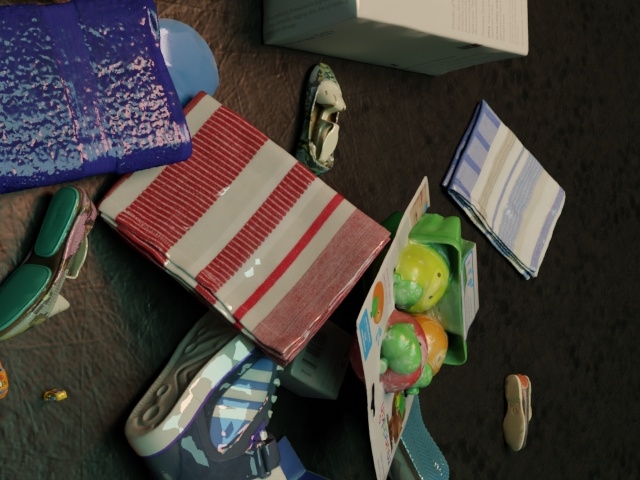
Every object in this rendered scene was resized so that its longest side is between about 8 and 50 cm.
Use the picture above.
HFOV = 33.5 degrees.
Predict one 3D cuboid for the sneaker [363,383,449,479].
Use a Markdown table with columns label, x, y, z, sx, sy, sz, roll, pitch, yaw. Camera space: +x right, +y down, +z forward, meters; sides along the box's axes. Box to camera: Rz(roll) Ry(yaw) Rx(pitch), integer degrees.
| label | x | y | z | sx | sy | sz | roll | pitch | yaw |
| --- | --- | --- | --- | --- | --- | --- | --- | --- | --- |
| sneaker | 0.113 | 0.293 | 1.671 | 0.087 | 0.092 | 0.228 | -11 | 75 | -41 |

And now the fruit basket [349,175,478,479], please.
| label | x | y | z | sx | sy | sz | roll | pitch | yaw |
| --- | --- | --- | --- | --- | --- | --- | --- | --- | --- |
| fruit basket | 0.129 | 0.133 | 1.533 | 0.353 | 0.165 | 0.327 | -69 | 156 | -52 |

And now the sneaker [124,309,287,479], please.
| label | x | y | z | sx | sy | sz | roll | pitch | yaw |
| --- | --- | --- | --- | --- | --- | --- | --- | --- | --- |
| sneaker | -0.101 | 0.235 | 1.455 | 0.323 | 0.130 | 0.236 | -51 | 120 | -31 |

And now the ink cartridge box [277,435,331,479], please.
| label | x | y | z | sx | sy | sz | roll | pitch | yaw |
| --- | --- | --- | --- | --- | --- | --- | --- | --- | --- |
| ink cartridge box | -0.054 | 0.496 | 1.520 | 0.303 | 0.072 | 0.307 | -44 | 117 | -34 |

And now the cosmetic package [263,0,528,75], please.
| label | x | y | z | sx | sy | sz | roll | pitch | yaw |
| --- | --- | --- | --- | --- | --- | --- | --- | --- | --- |
| cosmetic package | 0.120 | -0.364 | 1.634 | 0.385 | 0.217 | 0.156 | 0 | 87 | -40 |

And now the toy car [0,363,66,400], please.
| label | x | y | z | sx | sy | sz | roll | pitch | yaw |
| --- | --- | --- | --- | --- | --- | --- | --- | --- | --- |
| toy car | -0.361 | 0.167 | 1.287 | 0.122 | 0.040 | 0.060 | 4 | 84 | -41 |

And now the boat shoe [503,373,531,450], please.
| label | x | y | z | sx | sy | sz | roll | pitch | yaw |
| --- | --- | --- | --- | --- | --- | --- | --- | --- | --- |
| boat shoe | 0.357 | 0.308 | 1.909 | 0.043 | 0.049 | 0.137 | 9 | 76 | -43 |

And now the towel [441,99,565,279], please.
| label | x | y | z | sx | sy | sz | roll | pitch | yaw |
| --- | --- | --- | --- | --- | --- | --- | --- | --- | --- |
| towel | 0.340 | -0.090 | 1.929 | 0.285 | 0.034 | 0.209 | 43 | 60 | -31 |

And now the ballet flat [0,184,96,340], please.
| label | x | y | z | sx | sy | sz | roll | pitch | yaw |
| --- | --- | --- | --- | --- | --- | --- | --- | --- | --- |
| ballet flat | -0.331 | 0.038 | 1.309 | 0.079 | 0.077 | 0.221 | 51 | 54 | -50 |

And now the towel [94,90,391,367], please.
| label | x | y | z | sx | sy | sz | roll | pitch | yaw |
| --- | --- | --- | --- | --- | --- | --- | --- | --- | --- |
| towel | -0.100 | -0.023 | 1.400 | 0.329 | 0.037 | 0.237 | 38 | 70 | 3 |

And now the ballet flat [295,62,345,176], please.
| label | x | y | z | sx | sy | sz | roll | pitch | yaw |
| --- | --- | --- | --- | --- | --- | --- | --- | --- | --- |
| ballet flat | 0.008 | -0.184 | 1.621 | 0.070 | 0.070 | 0.188 | 17 | 76 | -39 |

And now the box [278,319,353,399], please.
| label | x | y | z | sx | sy | sz | roll | pitch | yaw |
| --- | --- | --- | --- | --- | --- | --- | --- | --- | --- |
| box | -0.020 | 0.167 | 1.556 | 0.102 | 0.087 | 0.101 | 36 | 65 | -35 |

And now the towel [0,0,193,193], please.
| label | x | y | z | sx | sy | sz | roll | pitch | yaw |
| --- | --- | --- | --- | --- | --- | --- | --- | --- | --- |
| towel | -0.325 | -0.178 | 1.305 | 0.308 | 0.076 | 0.227 | -15 | 89 | -32 |

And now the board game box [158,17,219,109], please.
| label | x | y | z | sx | sy | sz | roll | pitch | yaw |
| --- | --- | --- | --- | --- | --- | --- | --- | --- | --- |
| board game box | -0.214 | -0.214 | 1.450 | 0.133 | 0.033 | 0.168 | 41 | 67 | -37 |
